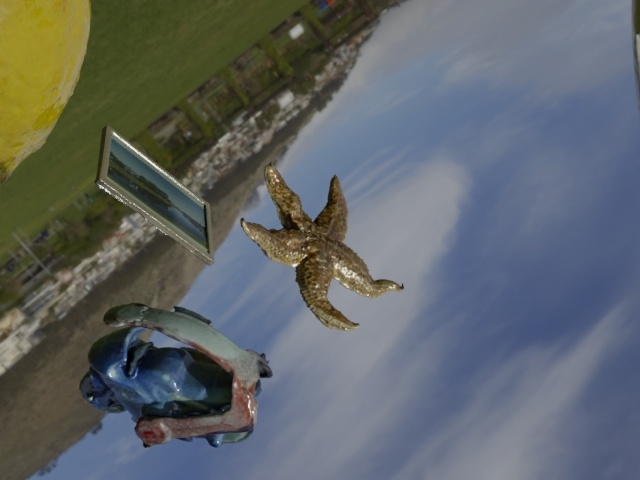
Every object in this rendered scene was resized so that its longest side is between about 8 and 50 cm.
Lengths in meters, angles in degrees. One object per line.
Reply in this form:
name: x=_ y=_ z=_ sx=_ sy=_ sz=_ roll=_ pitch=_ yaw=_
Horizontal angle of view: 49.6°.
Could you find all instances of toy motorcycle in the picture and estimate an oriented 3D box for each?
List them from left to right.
toy motorcycle: x=-0.241 y=0.214 z=1.146 sx=0.182 sy=0.319 sz=0.241 roll=-53 pitch=155 yaw=-82

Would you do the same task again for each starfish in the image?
starfish: x=0.000 y=0.000 z=0.891 sx=0.062 sy=0.277 sz=0.236 roll=-31 pitch=-131 yaw=42

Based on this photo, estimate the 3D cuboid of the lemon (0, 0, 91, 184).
lemon: x=-0.300 y=-0.157 z=0.492 sx=0.284 sy=0.260 sz=0.260 roll=-20 pitch=-159 yaw=34

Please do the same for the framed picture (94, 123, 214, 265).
framed picture: x=-0.168 y=-0.047 z=0.716 sx=0.011 sy=0.149 sz=0.109 roll=-38 pitch=-144 yaw=17

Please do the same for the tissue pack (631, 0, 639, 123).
tissue pack: x=0.376 y=-0.182 z=0.677 sx=0.124 sy=0.185 sz=0.225 roll=-3 pitch=-140 yaw=28
